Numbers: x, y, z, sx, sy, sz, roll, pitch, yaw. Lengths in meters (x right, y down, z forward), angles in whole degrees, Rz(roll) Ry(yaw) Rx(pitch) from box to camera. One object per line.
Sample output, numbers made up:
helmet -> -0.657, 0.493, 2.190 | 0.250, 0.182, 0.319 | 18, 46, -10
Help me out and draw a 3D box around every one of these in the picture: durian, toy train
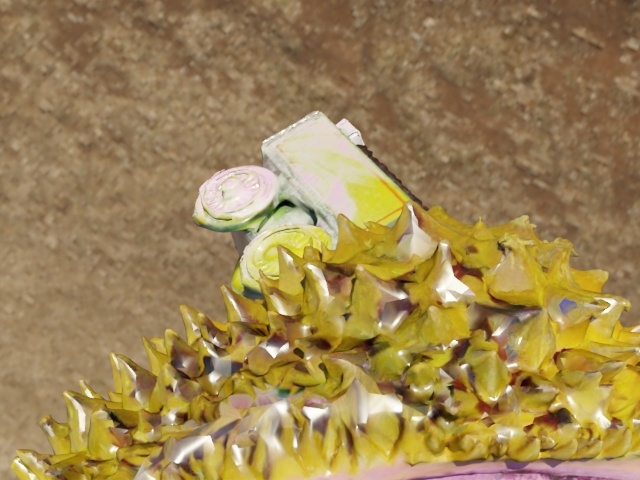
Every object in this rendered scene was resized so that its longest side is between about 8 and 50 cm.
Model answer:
durian -> 0.006, 0.066, 0.585 | 0.341, 0.191, 0.112 | -15, 149, -3
toy train -> 0.000, 0.000, 1.161 | 0.261, 0.177, 0.134 | 50, 168, 48
